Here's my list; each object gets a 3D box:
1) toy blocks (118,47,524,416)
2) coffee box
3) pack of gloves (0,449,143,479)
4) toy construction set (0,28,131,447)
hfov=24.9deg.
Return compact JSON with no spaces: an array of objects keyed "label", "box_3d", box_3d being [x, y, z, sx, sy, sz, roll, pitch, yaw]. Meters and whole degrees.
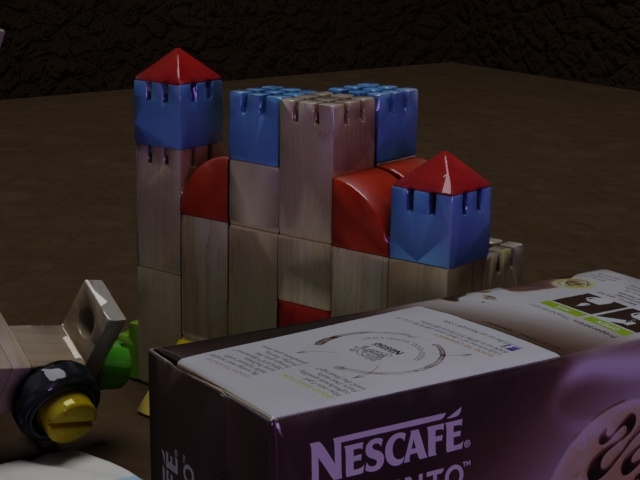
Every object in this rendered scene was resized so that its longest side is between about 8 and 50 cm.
[{"label":"toy blocks","box_3d":[0.000,0.000,1.047,0.381,0.260,0.191,12,18,37]},{"label":"coffee box","box_3d":[0.069,0.124,0.748,0.297,0.168,0.119,-7,16,-32]},{"label":"pack of gloves","box_3d":[-0.175,0.176,0.818,0.195,0.046,0.232,-9,8,-34]},{"label":"toy construction set","box_3d":[-0.244,0.010,0.954,0.237,0.308,0.257,3,13,-34]}]
